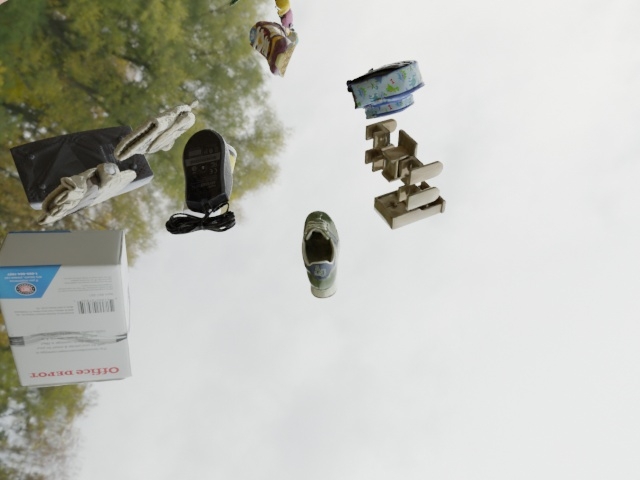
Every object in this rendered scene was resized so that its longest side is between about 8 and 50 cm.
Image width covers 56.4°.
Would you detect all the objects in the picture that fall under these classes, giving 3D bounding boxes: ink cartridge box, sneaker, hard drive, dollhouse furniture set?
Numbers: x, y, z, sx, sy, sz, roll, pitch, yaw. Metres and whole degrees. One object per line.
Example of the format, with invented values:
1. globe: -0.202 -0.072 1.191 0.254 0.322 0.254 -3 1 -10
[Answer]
1. ink cartridge box: -0.504 0.138 1.210 0.129 0.223 0.307 -110 -157 -53
2. sneaker: 0.000 0.000 1.032 0.064 0.086 0.192 -6 -132 3
3. hard drive: -0.508 -0.155 1.281 0.172 0.255 0.054 59 -30 23
4. sneaker: -0.091 -0.346 1.065 0.185 0.084 0.069 -92 -155 -62
5. dollhouse furniture set: 0.233 -0.168 1.518 0.161 0.242 0.212 -20 -134 -18

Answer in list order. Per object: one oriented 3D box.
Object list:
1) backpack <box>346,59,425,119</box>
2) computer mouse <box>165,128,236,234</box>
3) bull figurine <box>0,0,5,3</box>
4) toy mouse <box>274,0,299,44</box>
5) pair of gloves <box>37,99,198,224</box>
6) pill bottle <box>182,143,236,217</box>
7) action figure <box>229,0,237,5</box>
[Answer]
1. backpack: 0.121 -0.263 1.035 0.114 0.084 0.105 -8 -158 41
2. computer mouse: -0.283 -0.141 1.480 0.189 0.072 0.272 -5 -105 17
3. bull figurine: -0.875 -0.563 1.406 0.310 0.188 0.101 -22 -126 25
4. toy mouse: -0.068 -0.451 1.248 0.031 0.143 0.161 -13 -139 3
5. pair of gloves: -0.280 -0.112 0.832 0.240 0.042 0.204 -35 -171 18
6. pill bottle: -0.311 -0.163 1.659 0.119 0.119 0.208 -9 -115 47
7. action figure: -0.095 -0.592 1.305 0.232 0.063 0.137 -15 -130 8
